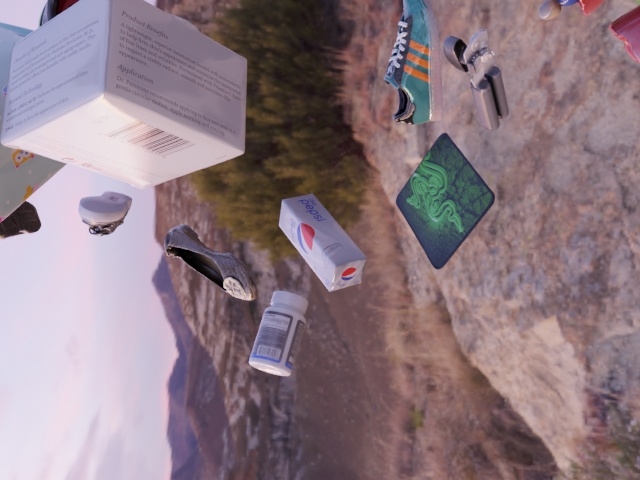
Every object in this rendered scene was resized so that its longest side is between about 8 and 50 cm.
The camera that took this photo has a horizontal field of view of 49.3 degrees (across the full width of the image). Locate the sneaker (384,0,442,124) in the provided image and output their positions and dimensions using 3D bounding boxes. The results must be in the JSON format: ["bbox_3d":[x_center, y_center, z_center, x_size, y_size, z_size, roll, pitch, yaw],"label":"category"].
[{"bbox_3d":[0.201,-0.406,1.568,0.108,0.121,0.302,-106,6,-68],"label":"sneaker"}]

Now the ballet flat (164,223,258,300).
[{"bbox_3d":[-0.202,0.043,1.238,0.250,0.058,0.084,32,137,36],"label":"ballet flat"}]

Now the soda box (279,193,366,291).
[{"bbox_3d":[0.000,0.000,1.795,0.286,0.098,0.091,52,144,39],"label":"soda box"}]

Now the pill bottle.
[{"bbox_3d":[-0.071,0.163,1.234,0.078,0.078,0.137,113,175,-70],"label":"pill bottle"}]

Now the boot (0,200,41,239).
[{"bbox_3d":[-0.694,-0.027,1.477,0.198,0.137,0.076,-48,-62,-83],"label":"boot"}]

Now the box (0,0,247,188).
[{"bbox_3d":[-0.202,-0.149,0.734,0.182,0.181,0.119,-13,70,37],"label":"box"}]

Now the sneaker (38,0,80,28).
[{"bbox_3d":[-0.472,-0.614,1.518,0.202,0.185,0.482,40,114,57],"label":"sneaker"}]

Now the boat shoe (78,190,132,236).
[{"bbox_3d":[-0.420,-0.045,1.350,0.228,0.080,0.076,-121,48,-76],"label":"boat shoe"}]

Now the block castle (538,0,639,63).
[{"bbox_3d":[0.307,-0.378,0.837,0.213,0.303,0.453,-39,17,25],"label":"block castle"}]

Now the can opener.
[{"bbox_3d":[0.340,-0.341,1.477,0.074,0.093,0.280,-50,-38,-7],"label":"can opener"}]

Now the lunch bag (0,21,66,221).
[{"bbox_3d":[-0.438,-0.161,0.841,0.223,0.262,0.160,-55,-19,-35],"label":"lunch bag"}]

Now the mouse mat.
[{"bbox_3d":[0.190,-0.065,1.098,0.152,0.007,0.189,-57,35,28],"label":"mouse mat"}]
